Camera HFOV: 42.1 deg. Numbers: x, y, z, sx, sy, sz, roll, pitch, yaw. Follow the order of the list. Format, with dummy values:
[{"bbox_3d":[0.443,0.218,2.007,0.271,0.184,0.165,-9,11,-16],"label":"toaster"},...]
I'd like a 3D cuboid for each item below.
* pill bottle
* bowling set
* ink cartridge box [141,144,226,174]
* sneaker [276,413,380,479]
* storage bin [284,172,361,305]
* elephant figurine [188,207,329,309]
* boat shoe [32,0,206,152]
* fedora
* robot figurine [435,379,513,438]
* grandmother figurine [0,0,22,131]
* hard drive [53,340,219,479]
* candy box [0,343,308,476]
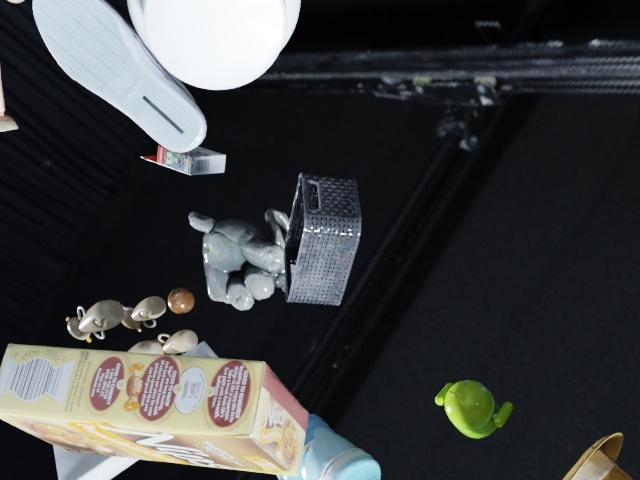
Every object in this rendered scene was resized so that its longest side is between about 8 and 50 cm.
[{"bbox_3d":[-0.113,-0.276,0.883,0.176,0.176,0.318,-34,-151,13],"label":"pill bottle"},{"bbox_3d":[-0.332,0.194,1.654,0.154,0.287,0.200,-25,-164,40],"label":"bowling set"},{"bbox_3d":[-0.199,-0.121,1.199,0.115,0.063,0.029,21,-70,36],"label":"ink cartridge box"},{"bbox_3d":[-0.012,0.423,1.373,0.208,0.127,0.318,38,-54,42],"label":"sneaker"},{"bbox_3d":[0.000,0.000,1.247,0.084,0.180,0.122,4,-135,-9],"label":"storage bin"},{"bbox_3d":[-0.100,0.031,1.501,0.169,0.239,0.185,6,-78,26],"label":"elephant figurine"},{"bbox_3d":[-0.215,-0.185,0.902,0.083,0.226,0.076,-38,-164,9],"label":"boat shoe"},{"bbox_3d":[0.322,0.321,0.979,0.079,0.194,0.194,34,-98,33],"label":"fedora"},{"bbox_3d":[0.210,0.233,1.150,0.101,0.115,0.067,18,-108,30],"label":"robot figurine"},{"bbox_3d":[-0.428,-0.298,0.972,0.208,0.342,0.104,0,-167,18],"label":"grandmother figurine"},{"bbox_3d":[-0.293,0.290,1.379,0.308,0.040,0.203,-34,-161,-13],"label":"hard drive"},{"bbox_3d":[-0.190,0.197,0.960,0.317,0.183,0.087,2,-117,17],"label":"candy box"}]
